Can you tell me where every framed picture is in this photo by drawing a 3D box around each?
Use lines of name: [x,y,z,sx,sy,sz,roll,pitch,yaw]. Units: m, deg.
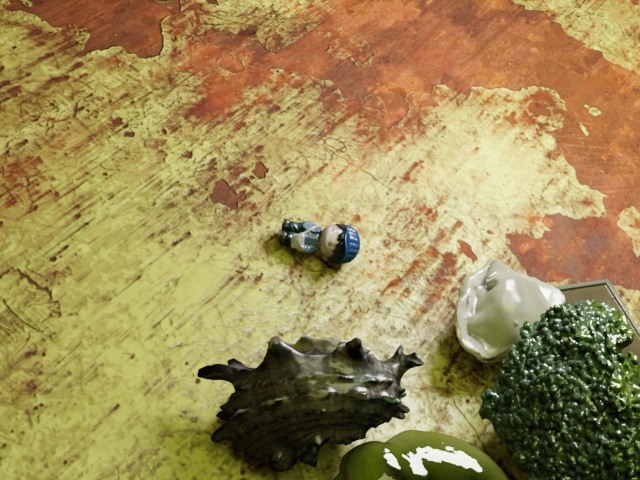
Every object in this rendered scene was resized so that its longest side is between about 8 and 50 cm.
framed picture: [0.507,0.178,1.799,0.184,0.016,0.250,-7,55,-28]

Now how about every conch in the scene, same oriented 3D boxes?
conch: [-0.012,0.207,1.434,0.313,0.240,0.186,-15,93,-6]

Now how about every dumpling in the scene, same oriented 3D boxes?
dumpling: [0.304,0.117,1.684,0.250,0.132,0.162,-26,68,-38]

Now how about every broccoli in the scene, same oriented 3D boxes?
broccoli: [0.396,0.281,1.488,0.317,0.277,0.338,58,5,-12]

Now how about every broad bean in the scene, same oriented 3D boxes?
broad bean: [0.154,0.374,1.403,0.291,0.119,0.238,24,47,-3]

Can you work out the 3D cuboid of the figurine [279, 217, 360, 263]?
figurine: [0.000,0.003,1.710,0.136,0.079,0.077,8,68,11]
